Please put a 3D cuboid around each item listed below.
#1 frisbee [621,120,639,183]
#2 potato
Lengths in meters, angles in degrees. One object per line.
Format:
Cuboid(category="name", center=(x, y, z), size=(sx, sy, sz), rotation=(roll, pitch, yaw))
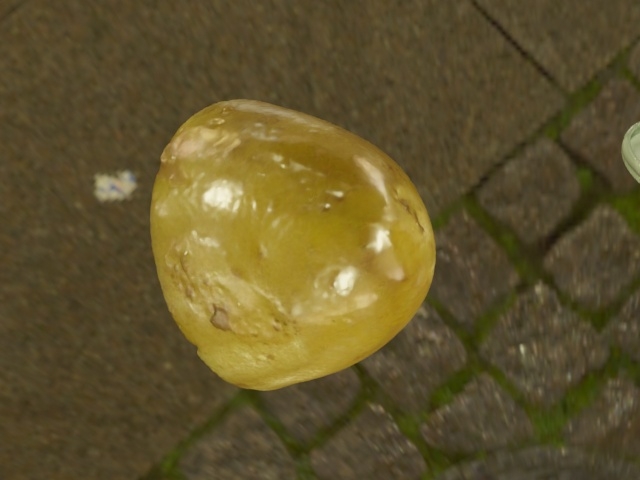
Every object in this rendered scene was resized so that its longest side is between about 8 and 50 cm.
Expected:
Cuboid(category="frisbee", center=(0.219, -0.037, 1.003), size=(0.110, 0.110, 0.014), rotation=(23, 121, 14))
Cuboid(category="potato", center=(0.000, 0.000, 1.210), size=(0.178, 0.158, 0.203), rotation=(-3, 89, -37))
